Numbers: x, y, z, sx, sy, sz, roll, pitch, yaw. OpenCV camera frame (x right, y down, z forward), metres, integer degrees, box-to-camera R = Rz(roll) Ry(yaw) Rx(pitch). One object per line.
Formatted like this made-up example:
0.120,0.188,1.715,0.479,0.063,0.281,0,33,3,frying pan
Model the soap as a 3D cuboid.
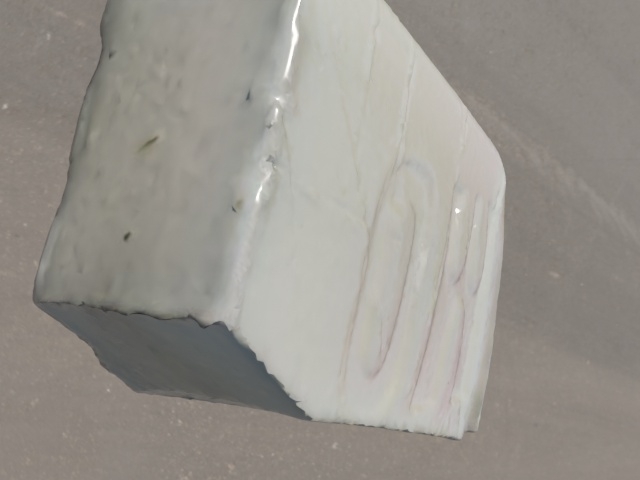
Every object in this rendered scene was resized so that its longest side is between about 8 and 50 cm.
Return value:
0.000,0.000,0.534,0.435,0.212,0.350,29,72,-52,soap
